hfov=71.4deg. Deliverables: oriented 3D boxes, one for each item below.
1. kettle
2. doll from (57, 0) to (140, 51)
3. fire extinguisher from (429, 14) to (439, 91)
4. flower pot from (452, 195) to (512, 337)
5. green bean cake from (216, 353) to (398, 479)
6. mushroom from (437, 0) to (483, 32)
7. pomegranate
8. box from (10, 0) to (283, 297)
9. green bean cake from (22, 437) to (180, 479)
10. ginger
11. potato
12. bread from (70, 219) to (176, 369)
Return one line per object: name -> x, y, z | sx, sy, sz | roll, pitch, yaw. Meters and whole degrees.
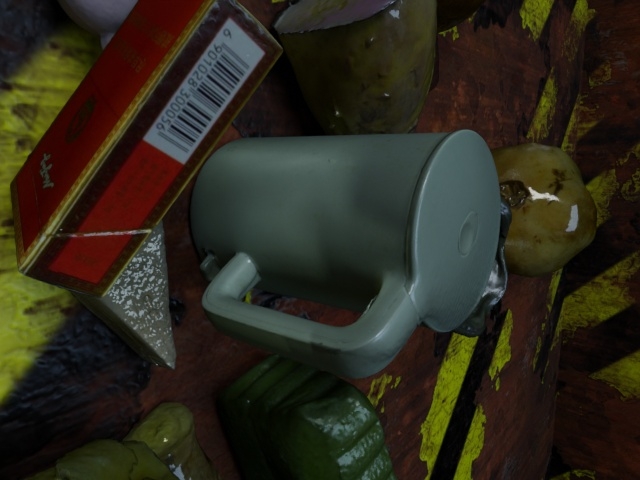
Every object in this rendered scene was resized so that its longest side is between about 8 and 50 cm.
kettle -> 0.002, -0.016, 0.501 | 0.265, 0.317, 0.205 | -12, 107, -49
doll -> -0.147, -0.315, 0.451 | 0.160, 0.094, 0.366 | 35, 70, -54
fire extinguisher -> 0.132, -0.387, 0.683 | 0.344, 0.102, 0.138 | 71, 2, -47
flower pot -> 0.206, 0.018, 0.822 | 0.301, 0.213, 0.302 | -11, 105, -49
green bean cake -> -0.016, 0.283, 0.601 | 0.125, 0.222, 0.248 | -34, 118, -39
mushroom -> 0.233, -0.529, 0.784 | 0.263, 0.195, 0.283 | 47, 61, -36
pomegranate -> 0.490, -0.071, 1.094 | 0.332, 0.332, 0.333 | -10, 104, -48
box -> -0.154, -0.094, 0.365 | 0.240, 0.153, 0.074 | -51, 140, 5
green bean cake -> -0.224, 0.364, 0.355 | 0.310, 0.285, 0.202 | -50, 163, 7
ginger -> -0.164, 0.331, 0.526 | 0.109, 0.116, 0.263 | -63, 146, -77
potato -> 0.074, -0.238, 0.649 | 0.229, 0.229, 0.266 | -59, 143, -25
bread -> -0.186, 0.050, 0.476 | 0.105, 0.077, 0.152 | -52, 132, -30
